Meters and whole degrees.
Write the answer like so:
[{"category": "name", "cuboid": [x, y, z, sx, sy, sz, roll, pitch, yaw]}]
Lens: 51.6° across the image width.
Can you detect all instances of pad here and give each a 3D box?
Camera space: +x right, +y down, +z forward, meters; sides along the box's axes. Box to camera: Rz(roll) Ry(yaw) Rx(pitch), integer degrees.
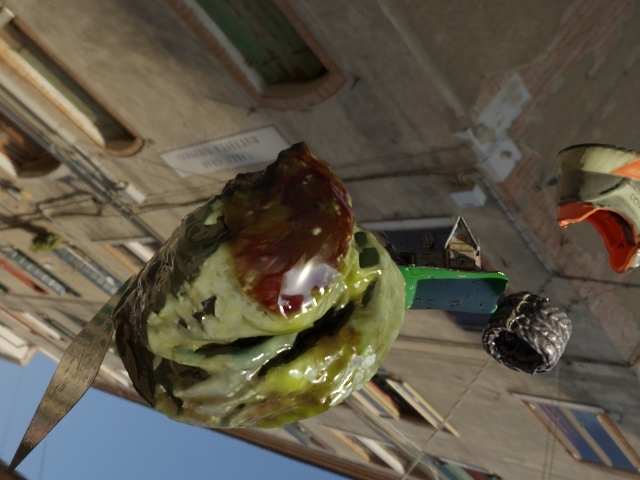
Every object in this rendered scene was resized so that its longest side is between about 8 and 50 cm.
[{"category": "pad", "cuboid": [-0.420, 0.174, 1.137, 0.315, 0.063, 0.375, -44, -159, 14]}]

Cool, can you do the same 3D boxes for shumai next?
[{"category": "shumai", "cuboid": [-0.071, 0.012, 0.664, 0.304, 0.264, 0.309, 35, -123, 25]}]

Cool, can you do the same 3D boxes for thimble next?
[{"category": "thimble", "cuboid": [0.255, 0.117, 0.823, 0.095, 0.104, 0.066, 29, -119, 20]}]

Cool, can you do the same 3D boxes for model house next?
[{"category": "model house", "cuboid": [0.156, 0.031, 0.882, 0.166, 0.117, 0.088, 2, -123, 5]}]

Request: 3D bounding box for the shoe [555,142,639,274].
[{"category": "shoe", "cuboid": [0.508, -0.023, 1.009, 0.132, 0.336, 0.171, 138, -31, -83]}]
